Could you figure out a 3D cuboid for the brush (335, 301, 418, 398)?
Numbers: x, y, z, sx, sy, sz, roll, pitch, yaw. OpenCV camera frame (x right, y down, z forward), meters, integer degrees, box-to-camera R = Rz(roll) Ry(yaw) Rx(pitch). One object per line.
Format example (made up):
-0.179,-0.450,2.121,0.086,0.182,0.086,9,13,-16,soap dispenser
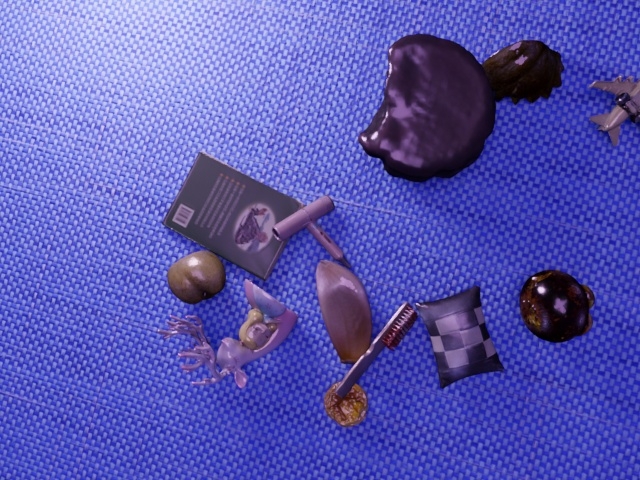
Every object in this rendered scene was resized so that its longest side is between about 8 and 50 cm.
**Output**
0.161,0.309,1.579,0.050,0.060,0.321,32,75,38,brush

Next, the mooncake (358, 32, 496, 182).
0.297,-0.343,1.581,0.351,0.212,0.381,29,88,4,mooncake

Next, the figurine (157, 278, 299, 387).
-0.259,0.255,1.585,0.206,0.284,0.315,19,71,51,figurine

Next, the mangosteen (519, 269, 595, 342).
0.641,0.168,1.518,0.217,0.192,0.192,-10,83,-18,mangosteen

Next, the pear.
-0.354,0.109,1.648,0.167,0.167,0.136,-29,80,4,pear

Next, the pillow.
0.381,0.265,1.570,0.186,0.106,0.249,-16,87,6,pillow

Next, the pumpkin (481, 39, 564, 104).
0.576,-0.467,1.594,0.254,0.149,0.130,-14,75,5,pumpkin

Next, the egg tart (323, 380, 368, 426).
0.072,0.461,1.618,0.130,0.052,0.130,0,85,5,egg tart

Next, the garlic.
0.077,0.200,1.611,0.143,0.112,0.318,-13,90,15,garlic

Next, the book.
-0.262,-0.077,1.716,0.371,0.043,0.260,28,91,10,book

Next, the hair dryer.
-0.008,0.009,1.652,0.195,0.054,0.220,-31,96,-21,hair dryer

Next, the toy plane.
0.860,-0.385,1.579,0.229,0.092,0.244,43,94,-7,toy plane
